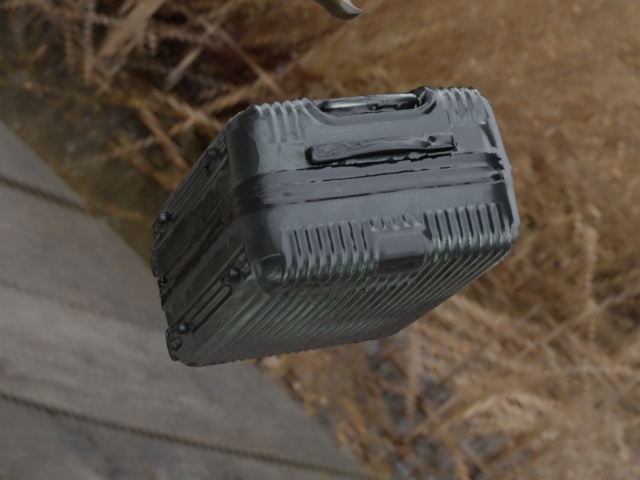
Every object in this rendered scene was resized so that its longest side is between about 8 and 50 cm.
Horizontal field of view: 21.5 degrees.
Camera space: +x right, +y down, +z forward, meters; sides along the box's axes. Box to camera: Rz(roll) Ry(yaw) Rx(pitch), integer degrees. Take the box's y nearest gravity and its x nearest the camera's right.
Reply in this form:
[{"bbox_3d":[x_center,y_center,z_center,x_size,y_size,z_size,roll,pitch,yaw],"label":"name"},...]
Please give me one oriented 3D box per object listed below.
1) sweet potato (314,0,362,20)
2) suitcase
[{"bbox_3d":[-0.049,-0.275,1.637,0.249,0.069,0.059,50,3,33],"label":"sweet potato"},{"bbox_3d":[0.000,0.000,1.183,0.202,0.312,0.128,-7,75,-20],"label":"suitcase"}]
